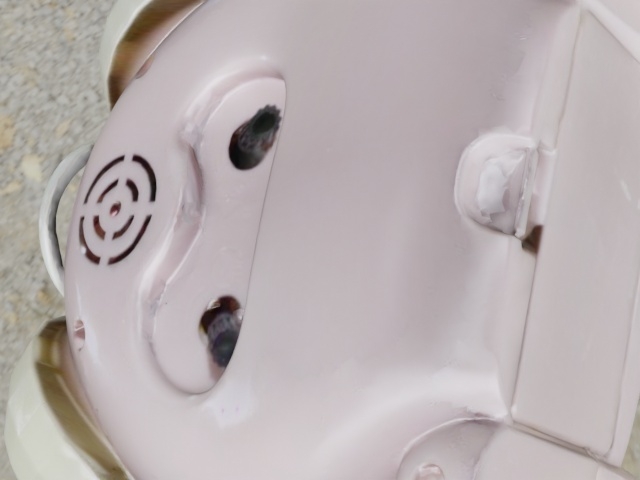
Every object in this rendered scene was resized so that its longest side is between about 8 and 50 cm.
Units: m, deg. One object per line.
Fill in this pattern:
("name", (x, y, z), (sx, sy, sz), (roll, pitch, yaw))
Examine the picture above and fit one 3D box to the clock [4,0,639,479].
("clock", (0.000, 0.000, 0.625), (0.326, 0.342, 0.184), (1, 158, 44))
